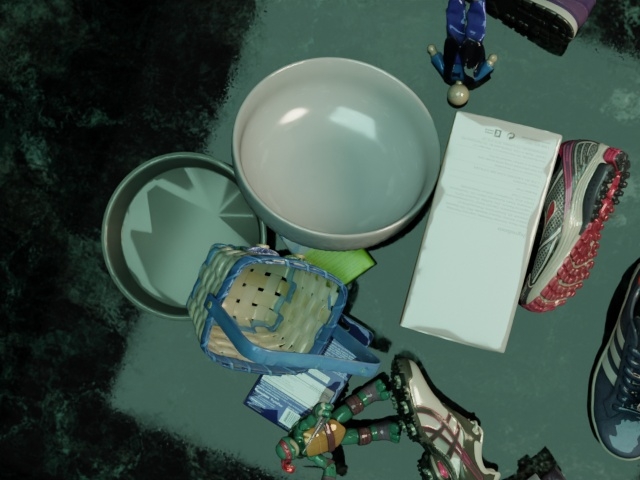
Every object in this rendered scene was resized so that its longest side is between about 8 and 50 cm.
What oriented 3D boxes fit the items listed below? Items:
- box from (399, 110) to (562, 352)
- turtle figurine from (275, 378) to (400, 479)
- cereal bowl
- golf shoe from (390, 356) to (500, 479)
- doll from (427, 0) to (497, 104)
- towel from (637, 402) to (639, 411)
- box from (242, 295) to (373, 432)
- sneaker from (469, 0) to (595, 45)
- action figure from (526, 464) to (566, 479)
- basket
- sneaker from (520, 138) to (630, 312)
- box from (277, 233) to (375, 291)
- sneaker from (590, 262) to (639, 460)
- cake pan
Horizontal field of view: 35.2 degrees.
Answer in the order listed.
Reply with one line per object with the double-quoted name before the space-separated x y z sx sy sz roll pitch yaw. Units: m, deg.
"box" 0.254 -0.012 1.625 0.168 0.215 0.345 15 90 7
"turtle figurine" 0.012 0.325 1.668 0.234 0.118 0.175 -22 121 -23
"cereal bowl" 0.018 -0.127 1.664 0.339 0.141 0.338 4 66 -8
"golf shoe" 0.201 0.312 1.696 0.120 0.105 0.272 -23 93 -9
"doll" 0.237 -0.323 1.703 0.129 0.046 0.188 10 108 31
"towel" 0.602 0.258 1.614 0.197 0.029 0.144 36 97 -36
"box" -0.018 0.221 1.742 0.136 0.036 0.225 32 94 6
"sneaker" 0.328 -0.448 1.696 0.283 0.107 0.124 34 74 6
"action figure" 0.282 0.470 1.645 0.285 0.185 0.099 -32 50 3
"basket" -0.071 0.124 1.589 0.289 0.255 0.201 44 112 47
"sneaker" 0.404 -0.021 1.669 0.112 0.121 0.299 26 93 36
"box" 0.000 0.000 1.740 0.109 0.042 0.178 -36 84 4
"sneaker" 0.523 0.188 1.622 0.131 0.148 0.350 11 91 7
"cake pan" -0.234 -0.007 1.764 0.293 0.054 0.293 0 89 7
